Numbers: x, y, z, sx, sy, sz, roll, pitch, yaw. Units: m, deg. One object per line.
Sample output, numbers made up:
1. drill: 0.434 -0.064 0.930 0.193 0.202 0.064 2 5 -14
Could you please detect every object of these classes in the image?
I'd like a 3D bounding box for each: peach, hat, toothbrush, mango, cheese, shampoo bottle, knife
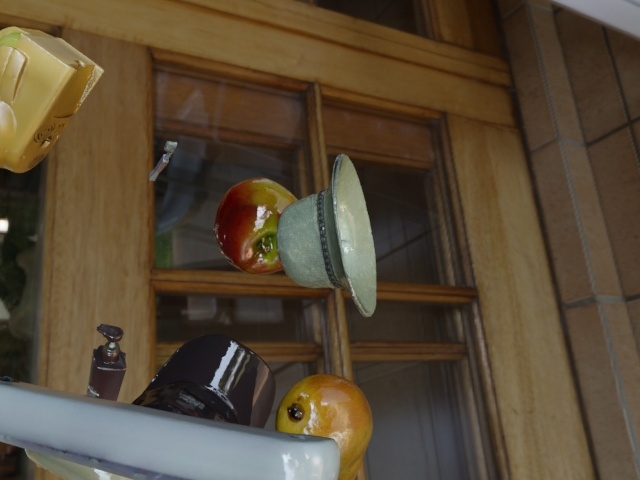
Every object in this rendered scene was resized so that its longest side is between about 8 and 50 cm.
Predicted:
1. peach: -0.115 -0.030 1.226 0.197 0.197 0.198 -16 72 59
2. hat: 0.000 0.000 1.015 0.257 0.130 0.258 -8 -90 -76
3. toothbrush: -0.262 -0.130 1.063 0.194 0.017 0.014 155 121 -65
4. mango: 0.011 0.270 0.880 0.113 0.138 0.254 27 147 32
5. hat: -0.201 0.300 0.915 0.336 0.238 0.209 -63 -3 -4
6. cheese: -0.223 0.277 0.761 0.286 0.163 0.082 17 67 24
7. shampoo bottle: -0.425 0.265 1.269 0.067 0.068 0.237 -108 34 -53
8. knife: -0.115 0.121 0.403 0.265 0.073 0.041 6 84 17

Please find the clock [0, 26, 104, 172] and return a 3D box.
1. clock: -0.664 -0.304 1.447 0.317 0.200 0.244 -59 4 12
